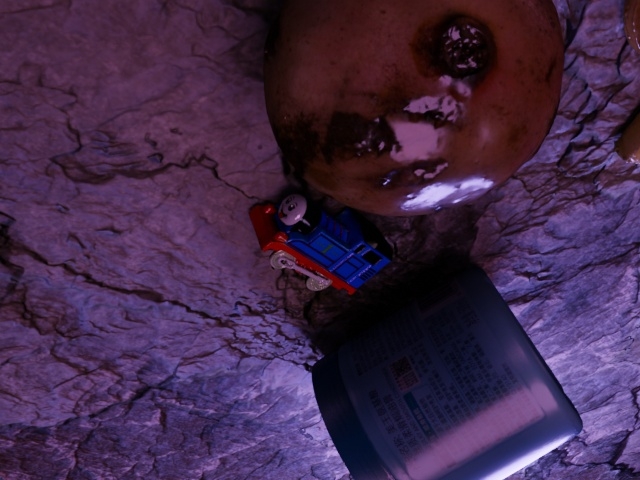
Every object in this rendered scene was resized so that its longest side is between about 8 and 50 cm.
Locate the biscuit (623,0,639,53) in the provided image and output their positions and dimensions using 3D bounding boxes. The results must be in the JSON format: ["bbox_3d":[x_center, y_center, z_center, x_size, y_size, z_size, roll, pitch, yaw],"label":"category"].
[{"bbox_3d":[0.472,-0.333,0.944,0.142,0.029,0.221,-16,138,-8],"label":"biscuit"}]

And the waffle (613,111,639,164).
[{"bbox_3d":[0.615,-0.203,1.115,0.247,0.055,0.221,4,131,-27],"label":"waffle"}]

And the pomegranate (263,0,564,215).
[{"bbox_3d":[0.096,-0.176,0.757,0.322,0.322,0.322,-12,137,-11],"label":"pomegranate"}]

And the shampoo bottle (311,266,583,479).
[{"bbox_3d":[0.214,0.262,1.220,0.342,0.331,0.331,-34,136,11],"label":"shampoo bottle"}]

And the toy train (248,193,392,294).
[{"bbox_3d":[0.000,0.000,1.048,0.131,0.083,0.204,-39,137,18],"label":"toy train"}]
